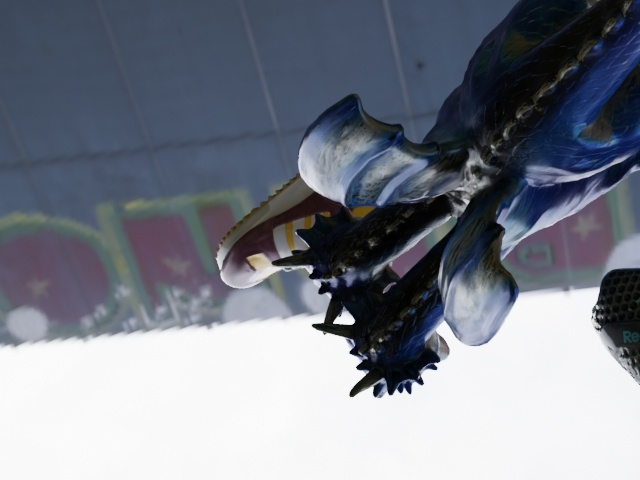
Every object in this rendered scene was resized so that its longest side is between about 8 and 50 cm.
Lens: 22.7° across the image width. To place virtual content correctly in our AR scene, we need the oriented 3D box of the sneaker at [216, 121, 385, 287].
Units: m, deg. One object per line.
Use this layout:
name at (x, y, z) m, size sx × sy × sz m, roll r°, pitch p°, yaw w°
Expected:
sneaker at (0.000, 0.000, 1.097) m, size 0.069 × 0.185 × 0.084 m, roll -24°, pitch -103°, yaw -48°

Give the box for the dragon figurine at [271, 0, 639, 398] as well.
dragon figurine at (0.052, -0.023, 0.500) m, size 0.144 × 0.289 × 0.085 m, roll -40°, pitch -99°, yaw -9°

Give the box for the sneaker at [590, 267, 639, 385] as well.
sneaker at (0.158, 0.001, 0.538) m, size 0.166 × 0.065 × 0.076 m, roll -33°, pitch -120°, yaw -28°
